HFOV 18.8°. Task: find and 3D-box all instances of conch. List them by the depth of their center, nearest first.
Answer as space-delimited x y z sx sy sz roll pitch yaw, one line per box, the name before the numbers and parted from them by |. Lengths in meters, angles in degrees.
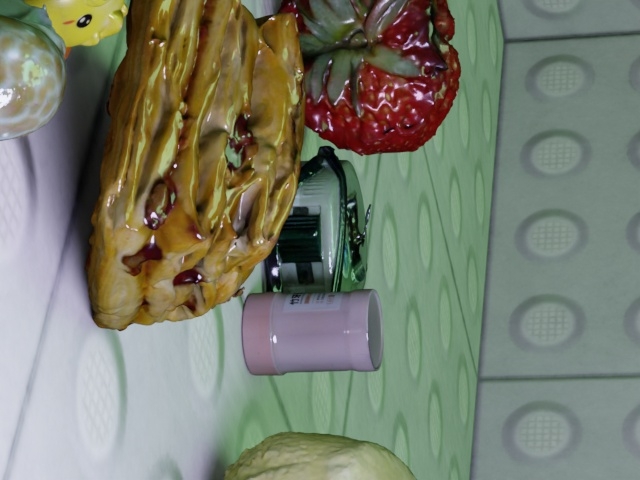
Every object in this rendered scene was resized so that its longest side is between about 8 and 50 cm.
conch | -0.241 -0.126 1.397 0.116 0.106 0.173 44 21 -40

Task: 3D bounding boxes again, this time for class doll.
doll | -0.215 -0.223 1.517 0.143 0.135 0.221 -49 153 -23

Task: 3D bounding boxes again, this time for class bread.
bread | -0.104 -0.063 1.666 0.324 0.167 0.277 108 -9 -70
bread | -0.012 0.363 2.034 0.320 0.237 0.321 33 52 -56

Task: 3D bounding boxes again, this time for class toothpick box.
toothpick box | -0.008 0.107 2.247 0.098 0.149 0.098 -2 90 -77

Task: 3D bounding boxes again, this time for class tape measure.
tape measure | 0.000 0.000 2.386 0.235 0.115 0.207 -59 146 -67

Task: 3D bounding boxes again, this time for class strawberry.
strawberry | 0.062 -0.233 2.441 0.257 0.261 0.261 5 83 -71
